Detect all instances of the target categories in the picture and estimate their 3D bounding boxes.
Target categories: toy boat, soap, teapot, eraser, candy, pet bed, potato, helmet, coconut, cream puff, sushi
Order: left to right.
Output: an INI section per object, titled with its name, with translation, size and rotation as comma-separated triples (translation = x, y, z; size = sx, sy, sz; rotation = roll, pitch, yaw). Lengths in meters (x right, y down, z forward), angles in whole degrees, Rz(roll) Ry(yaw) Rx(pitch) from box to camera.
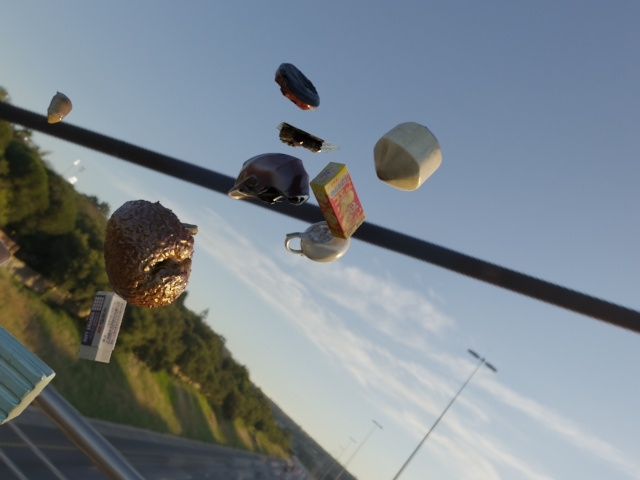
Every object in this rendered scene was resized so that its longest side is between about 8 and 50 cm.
[soap]
translation = -0.839, 0.308, 1.411
size = 0.289, 0.173, 0.095
rotation = 41, -8, -1
[potato]
translation = -0.589, -0.307, 1.286
size = 0.036, 0.093, 0.037
rotation = 8, -39, -5
[eraser]
translation = -0.893, 0.353, 2.321
size = 0.124, 0.279, 0.081
rotation = -1, -20, 34
[cream puff]
translation = -0.457, 0.038, 1.565
size = 0.212, 0.303, 0.303
rotation = -1, -27, 6
[toy boat]
translation = -0.616, -0.051, 2.520
size = 0.149, 0.049, 0.047
rotation = 7, 23, -33
[helmet]
translation = -0.202, -0.257, 2.297
size = 0.338, 0.197, 0.271
rotation = 6, -3, 13
[pet bed]
translation = -0.077, -0.524, 1.928
size = 0.053, 0.201, 0.201
rotation = -36, -77, 30
[sushi]
translation = -0.072, -0.449, 2.619
size = 0.292, 0.059, 0.294
rotation = 23, -1, -12
[teapot]
translation = 0.000, 0.000, 2.353
size = 0.166, 0.299, 0.208
rotation = 96, -19, -50
[candy]
translation = 0.070, -0.152, 2.177
size = 0.088, 0.146, 0.276
rotation = 17, -38, 42
[coconut]
translation = 0.319, -0.313, 2.159
size = 0.237, 0.266, 0.237
rotation = 38, -22, 19

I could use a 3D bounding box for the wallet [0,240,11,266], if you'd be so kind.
[wallet]
translation = -0.714, 0.024, 1.152
size = 0.118, 0.038, 0.153
rotation = 57, 24, -16
